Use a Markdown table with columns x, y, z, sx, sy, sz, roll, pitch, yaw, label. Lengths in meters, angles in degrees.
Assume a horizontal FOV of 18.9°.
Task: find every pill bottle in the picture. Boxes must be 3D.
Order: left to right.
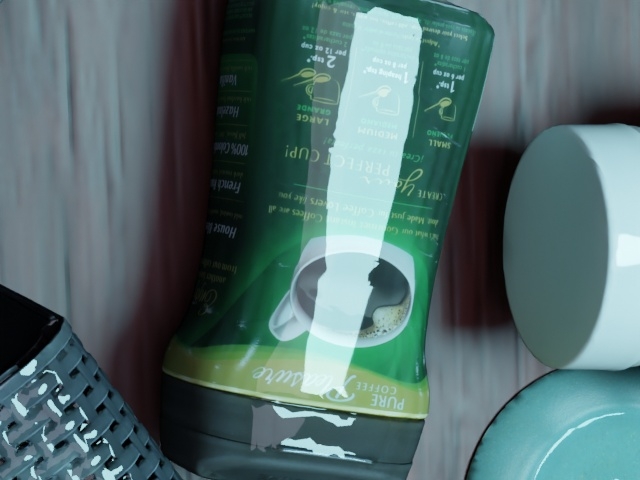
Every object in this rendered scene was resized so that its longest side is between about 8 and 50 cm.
| x | y | z | sx | sy | sz | roll | pitch | yaw | label |
| --- | --- | --- | --- | --- | --- | --- | --- | --- | --- |
| 0.189 | 0.002 | 0.742 | 0.222 | 0.124 | 0.124 | 1 | 94 | -20 | pill bottle |

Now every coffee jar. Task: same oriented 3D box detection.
| x | y | z | sx | sy | sz | roll | pitch | yaw | label |
| --- | --- | --- | --- | --- | --- | --- | --- | --- | --- |
| 0.000 | 0.000 | 0.699 | 0.096 | 0.079 | 0.184 | 11 | 90 | -23 | coffee jar |

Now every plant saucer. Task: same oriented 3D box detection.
| x | y | z | sx | sy | sz | roll | pitch | yaw | label |
| --- | --- | --- | --- | --- | --- | --- | --- | --- | --- |
| 0.116 | 0.109 | 0.778 | 0.119 | 0.021 | 0.119 | -1 | 94 | -19 | plant saucer |

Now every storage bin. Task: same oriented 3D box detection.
| x | y | z | sx | sy | sz | roll | pitch | yaw | label |
| --- | --- | --- | --- | --- | --- | --- | --- | --- | --- |
| -0.121 | 0.085 | 0.610 | 0.122 | 0.180 | 0.084 | -38 | 104 | -13 | storage bin |

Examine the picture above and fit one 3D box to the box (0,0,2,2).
| x | y | z | sx | sy | sz | roll | pitch | yaw | label |
| --- | --- | --- | --- | --- | --- | --- | --- | --- | --- |
| -0.203 | -0.065 | 0.577 | 0.143 | 0.165 | 0.270 | 41 | 80 | -18 | box |
